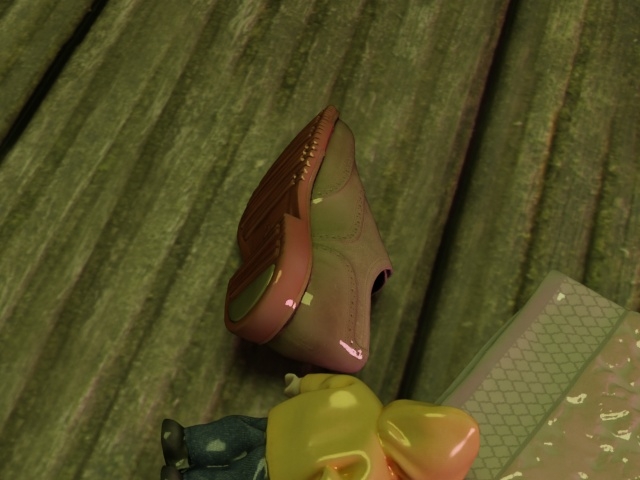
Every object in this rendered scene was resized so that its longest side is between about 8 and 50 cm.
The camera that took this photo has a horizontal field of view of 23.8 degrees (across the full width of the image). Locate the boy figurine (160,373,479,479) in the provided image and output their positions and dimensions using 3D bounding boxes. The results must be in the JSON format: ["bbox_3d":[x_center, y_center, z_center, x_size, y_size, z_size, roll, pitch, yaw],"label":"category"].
[{"bbox_3d":[0.000,0.187,1.367,0.285,0.092,0.177,-9,42,1],"label":"boy figurine"}]

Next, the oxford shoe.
[{"bbox_3d":[0.000,0.000,1.610,0.146,0.140,0.397,33,35,-15],"label":"oxford shoe"}]

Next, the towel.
[{"bbox_3d":[0.279,0.188,1.457,0.317,0.053,0.332,28,48,23],"label":"towel"}]
